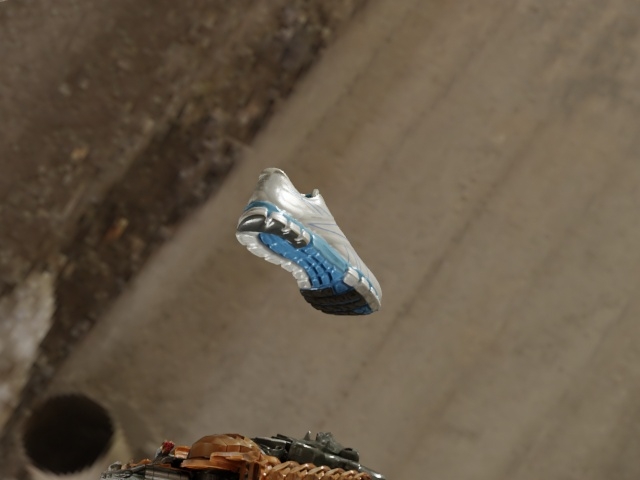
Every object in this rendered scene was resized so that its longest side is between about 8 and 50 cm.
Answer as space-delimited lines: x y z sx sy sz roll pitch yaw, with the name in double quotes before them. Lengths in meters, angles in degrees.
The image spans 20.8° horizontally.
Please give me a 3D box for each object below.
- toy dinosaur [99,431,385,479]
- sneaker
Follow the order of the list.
"toy dinosaur" -0.069 0.238 1.552 0.218 0.322 0.164 21 89 -34
"sneaker" 0.000 0.000 1.585 0.190 0.071 0.083 46 43 -42
